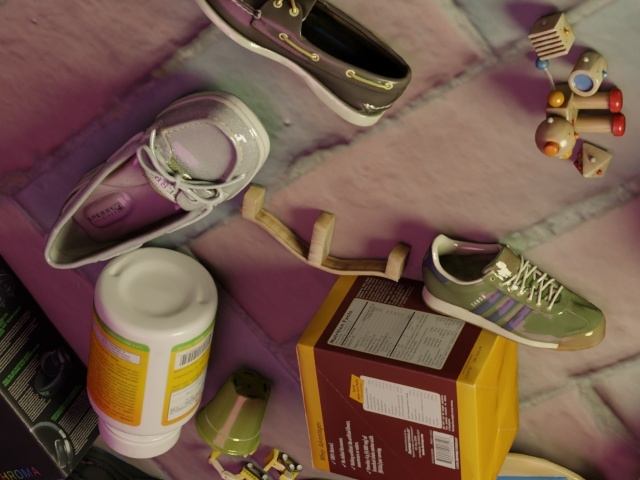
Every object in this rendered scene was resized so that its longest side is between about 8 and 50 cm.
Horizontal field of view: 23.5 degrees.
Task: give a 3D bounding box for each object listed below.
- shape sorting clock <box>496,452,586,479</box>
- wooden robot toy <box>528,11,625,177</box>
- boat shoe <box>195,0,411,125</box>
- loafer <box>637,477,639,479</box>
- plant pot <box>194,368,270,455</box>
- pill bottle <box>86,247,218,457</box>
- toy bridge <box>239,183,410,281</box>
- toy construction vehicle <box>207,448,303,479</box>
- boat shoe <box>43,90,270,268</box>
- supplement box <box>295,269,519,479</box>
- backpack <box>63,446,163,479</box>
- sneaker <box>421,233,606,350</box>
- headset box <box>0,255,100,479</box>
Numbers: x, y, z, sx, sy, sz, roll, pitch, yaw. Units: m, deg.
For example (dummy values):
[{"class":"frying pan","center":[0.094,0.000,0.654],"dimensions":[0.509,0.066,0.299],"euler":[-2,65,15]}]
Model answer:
[{"class":"shape sorting clock","center":[0.236,0.302,1.721],"dimensions":[0.206,0.040,0.206],"euler":[16,136,15]},{"class":"wooden robot toy","center":[0.219,-0.107,1.346],"dimensions":[0.076,0.079,0.173],"euler":[4,130,28]},{"class":"boat shoe","center":[-0.018,-0.198,1.411],"dimensions":[0.228,0.081,0.069],"euler":[35,134,-11]},{"class":"loafer","center":[0.386,0.227,1.533],"dimensions":[0.268,0.102,0.092],"euler":[-34,104,35]},{"class":"plant pot","center":[-0.096,0.195,1.806],"dimensions":[0.083,0.083,0.079],"euler":[29,125,5]},{"class":"pill bottle","center":[-0.198,0.137,1.764],"dimensions":[0.136,0.136,0.245],"euler":[24,136,11]},{"class":"toy bridge","center":[0.000,0.000,1.608],"dimensions":[0.188,0.026,0.063],"euler":[22,136,13]},{"class":"toy construction vehicle","center":[-0.083,0.279,1.894],"dimensions":[0.098,0.035,0.086],"euler":[38,136,-4]},{"class":"boat shoe","center":[-0.176,-0.054,1.608],"dimensions":[0.320,0.103,0.118],"euler":[-24,113,42]},{"class":"supplement box","center":[0.095,0.155,1.613],"dimensions":[0.194,0.129,0.191],"euler":[12,133,22]},{"class":"backpack","center":[-0.285,0.341,2.024],"dimensions":[0.120,0.098,0.101],"euler":[33,140,0]},{"class":"sneaker","center":[0.185,0.046,1.509],"dimensions":[0.192,0.064,0.086],"euler":[16,139,23]},{"class":"headset box","center":[-0.446,0.169,1.944],"dimensions":[0.246,0.131,0.283],"euler":[-14,118,38]}]
